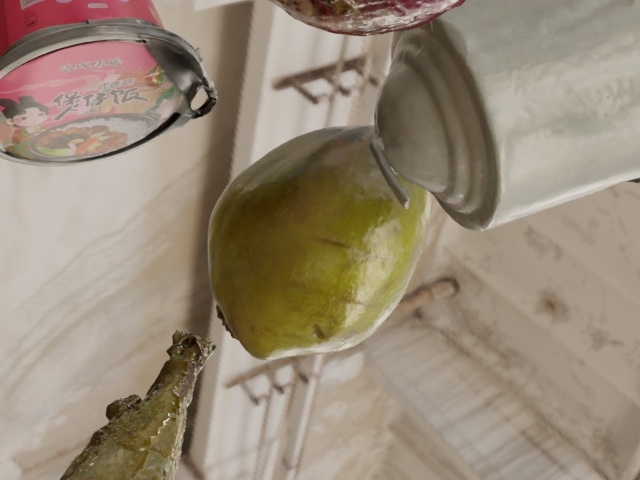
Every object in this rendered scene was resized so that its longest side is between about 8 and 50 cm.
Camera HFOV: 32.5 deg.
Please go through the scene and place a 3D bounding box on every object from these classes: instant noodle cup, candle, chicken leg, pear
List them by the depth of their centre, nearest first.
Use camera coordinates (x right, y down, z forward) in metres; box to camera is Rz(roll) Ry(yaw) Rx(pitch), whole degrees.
[{"bbox_3d":[-0.124,0.134,0.740,0.093,0.178,0.070,-15,-51,45],"label":"chicken leg"},{"bbox_3d":[0.186,-0.133,0.977,0.221,0.342,0.221,163,-90,-77],"label":"candle"},{"bbox_3d":[-0.274,-0.223,1.210,0.258,0.302,0.181,-37,-118,39],"label":"instant noodle cup"},{"bbox_3d":[0.000,0.000,1.335,0.269,0.321,0.269,39,-8,7],"label":"pear"}]

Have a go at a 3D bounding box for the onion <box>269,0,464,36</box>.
[{"bbox_3d":[0.051,-0.205,0.586,0.135,0.198,0.173,24,-24,14],"label":"onion"}]
